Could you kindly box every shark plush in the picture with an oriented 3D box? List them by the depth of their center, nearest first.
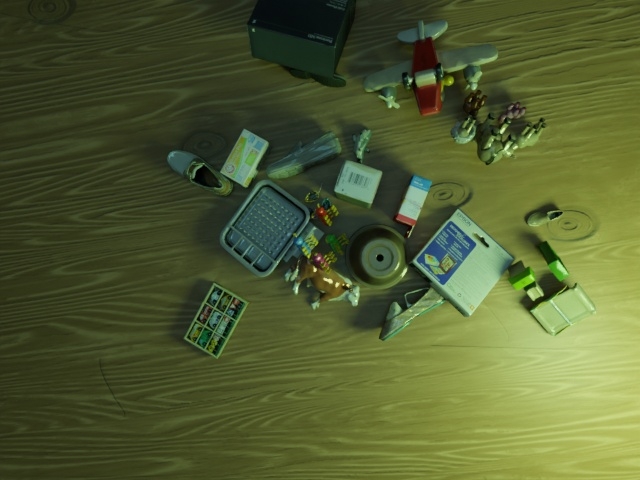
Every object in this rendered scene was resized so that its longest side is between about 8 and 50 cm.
[{"bbox_3d":[0.175,-0.369,1.836,0.067,0.073,0.161,1,84,-26],"label":"shark plush"}]

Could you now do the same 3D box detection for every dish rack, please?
[{"bbox_3d":[-0.216,-0.047,1.827,0.285,0.072,0.333,37,92,21],"label":"dish rack"}]

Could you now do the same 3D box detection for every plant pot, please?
[{"bbox_3d":[0.222,0.060,1.740,0.263,0.229,0.263,0,88,4],"label":"plant pot"}]

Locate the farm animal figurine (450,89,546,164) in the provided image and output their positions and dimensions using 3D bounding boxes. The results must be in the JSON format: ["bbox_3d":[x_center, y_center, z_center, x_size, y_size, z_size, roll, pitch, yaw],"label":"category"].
[{"bbox_3d":[0.663,-0.399,1.733,0.330,0.172,0.327,27,50,4],"label":"farm animal figurine"}]

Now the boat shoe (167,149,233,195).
[{"bbox_3d":[-0.500,-0.285,1.860,0.302,0.103,0.113,27,91,4],"label":"boat shoe"}]

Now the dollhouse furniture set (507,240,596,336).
[{"bbox_3d":[0.889,0.190,1.769,0.197,0.151,0.301,-37,105,23],"label":"dollhouse furniture set"}]

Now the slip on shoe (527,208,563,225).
[{"bbox_3d":[0.881,-0.091,1.782,0.135,0.041,0.051,-12,89,4],"label":"slip on shoe"}]

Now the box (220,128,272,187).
[{"bbox_3d":[-0.301,-0.328,1.845,0.114,0.103,0.203,29,92,4],"label":"box"}]

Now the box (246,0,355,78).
[{"bbox_3d":[-0.067,-0.842,1.754,0.343,0.179,0.312,17,71,5],"label":"box"}]

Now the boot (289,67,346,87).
[{"bbox_3d":[0.003,-0.727,1.841,0.246,0.083,0.161,17,85,3],"label":"boot"}]

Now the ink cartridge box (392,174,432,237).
[{"bbox_3d":[0.347,-0.130,1.777,0.078,0.134,0.231,22,91,3],"label":"ink cartridge box"}]

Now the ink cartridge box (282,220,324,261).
[{"bbox_3d":[-0.079,0.011,1.819,0.061,0.104,0.181,37,93,-33],"label":"ink cartridge box"}]

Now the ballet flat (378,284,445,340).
[{"bbox_3d":[0.341,0.271,1.797,0.316,0.107,0.106,-32,83,-7],"label":"ballet flat"}]

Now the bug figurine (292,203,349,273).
[{"bbox_3d":[0.000,0.000,1.709,0.072,0.279,0.216,-16,117,39],"label":"bug figurine"}]

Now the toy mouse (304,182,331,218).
[{"bbox_3d":[-0.011,-0.130,1.857,0.161,0.031,0.143,-38,87,3],"label":"toy mouse"}]

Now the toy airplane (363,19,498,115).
[{"bbox_3d":[0.409,-0.642,1.743,0.384,0.272,0.386,-44,50,-7],"label":"toy airplane"}]

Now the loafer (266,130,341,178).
[{"bbox_3d":[-0.075,-0.342,1.831,0.319,0.112,0.111,-22,83,-4],"label":"loafer"}]

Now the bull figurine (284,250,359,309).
[{"bbox_3d":[0.008,0.173,1.792,0.188,0.101,0.310,-44,106,9],"label":"bull figurine"}]

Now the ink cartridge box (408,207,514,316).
[{"bbox_3d":[0.551,0.083,1.779,0.303,0.072,0.307,43,71,4],"label":"ink cartridge box"}]

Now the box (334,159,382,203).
[{"bbox_3d":[0.144,-0.210,1.745,0.148,0.232,0.127,19,91,4],"label":"box"}]

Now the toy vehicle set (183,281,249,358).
[{"bbox_3d":[-0.429,0.329,1.882,0.166,0.035,0.267,29,92,4],"label":"toy vehicle set"}]
